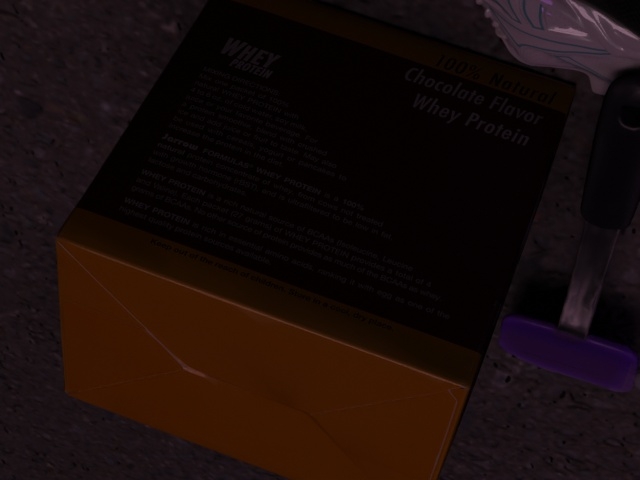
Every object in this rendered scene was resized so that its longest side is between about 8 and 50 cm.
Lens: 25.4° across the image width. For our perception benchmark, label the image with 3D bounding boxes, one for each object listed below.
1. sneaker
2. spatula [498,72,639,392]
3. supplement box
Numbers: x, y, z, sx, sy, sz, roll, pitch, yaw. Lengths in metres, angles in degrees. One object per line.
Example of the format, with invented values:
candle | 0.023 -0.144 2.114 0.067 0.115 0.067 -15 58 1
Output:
sneaker | 0.092 -0.111 0.640 0.152 0.054 0.061 31 145 -8
spatula | 0.144 0.008 0.750 0.084 0.030 0.296 16 147 12
supplement box | 0.000 0.000 0.705 0.191 0.194 0.129 19 142 7
